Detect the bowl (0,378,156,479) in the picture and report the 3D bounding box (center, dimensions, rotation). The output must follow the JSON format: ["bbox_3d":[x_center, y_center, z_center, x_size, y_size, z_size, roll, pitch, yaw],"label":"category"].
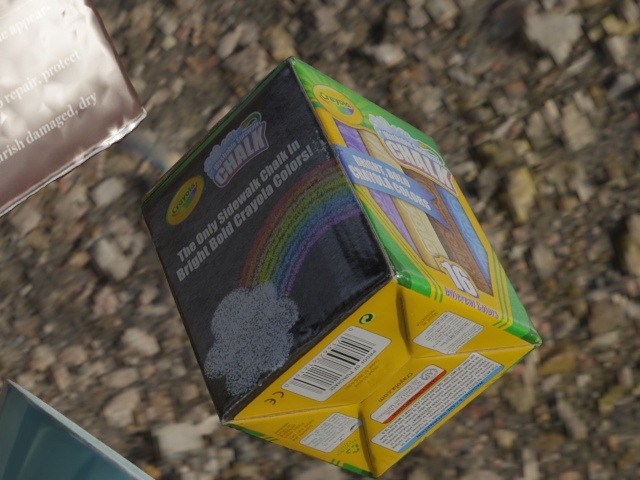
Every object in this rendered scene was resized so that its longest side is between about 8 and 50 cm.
[{"bbox_3d":[-0.170,0.264,1.495,0.311,0.311,0.163,36,82,-10],"label":"bowl"}]

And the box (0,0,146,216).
[{"bbox_3d":[-0.222,-0.102,0.852,0.167,0.168,0.203,-38,114,-31],"label":"box"}]

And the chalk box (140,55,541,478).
[{"bbox_3d":[0.000,0.000,1.031,0.132,0.132,0.213,26,31,-43],"label":"chalk box"}]
